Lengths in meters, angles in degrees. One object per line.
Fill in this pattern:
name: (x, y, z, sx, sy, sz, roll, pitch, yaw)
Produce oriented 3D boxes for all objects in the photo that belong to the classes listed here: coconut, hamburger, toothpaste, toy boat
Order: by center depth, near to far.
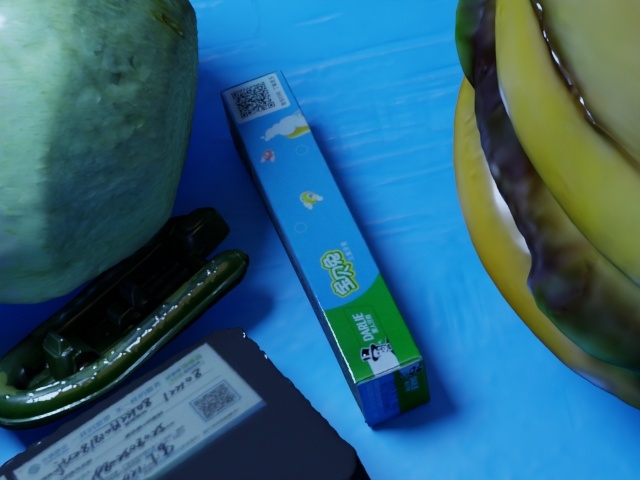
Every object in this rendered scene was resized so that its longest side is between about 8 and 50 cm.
hamburger: (0.277, -0.068, 1.076, 0.395, 0.277, 0.396, 2, 63, -4)
coconut: (-0.248, -0.106, 1.204, 0.328, 0.281, 0.328, 2, 56, -3)
toy boat: (-0.141, 0.057, 1.211, 0.210, 0.052, 0.104, -40, 39, -15)
toothpaste: (0.000, 0.000, 1.220, 0.050, 0.065, 0.267, -21, 56, -7)

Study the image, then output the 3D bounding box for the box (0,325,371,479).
box: (-0.150, 0.199, 1.083, 0.350, 0.058, 0.211, -33, 33, -10)
